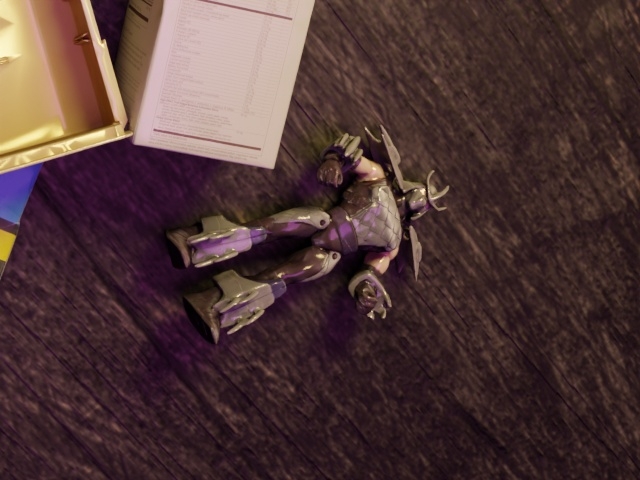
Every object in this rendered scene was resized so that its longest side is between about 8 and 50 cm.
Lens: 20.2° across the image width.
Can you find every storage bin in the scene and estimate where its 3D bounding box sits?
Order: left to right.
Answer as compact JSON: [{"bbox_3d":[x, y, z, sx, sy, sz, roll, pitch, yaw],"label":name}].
[{"bbox_3d":[-0.309,-0.180,1.494,0.260,0.123,0.262,-18,97,-24],"label":"storage bin"}]

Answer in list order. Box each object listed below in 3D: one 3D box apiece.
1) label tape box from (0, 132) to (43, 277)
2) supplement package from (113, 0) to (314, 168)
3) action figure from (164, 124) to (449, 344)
[{"bbox_3d":[-0.416,0.034,1.568,0.241,0.106,0.333,24,79,-24],"label":"label tape box"},{"bbox_3d":[-0.092,-0.205,1.604,0.139,0.134,0.244,10,103,-21],"label":"supplement package"},{"bbox_3d":[0.000,0.000,1.721,0.285,0.099,0.185,-21,103,-16],"label":"action figure"}]
